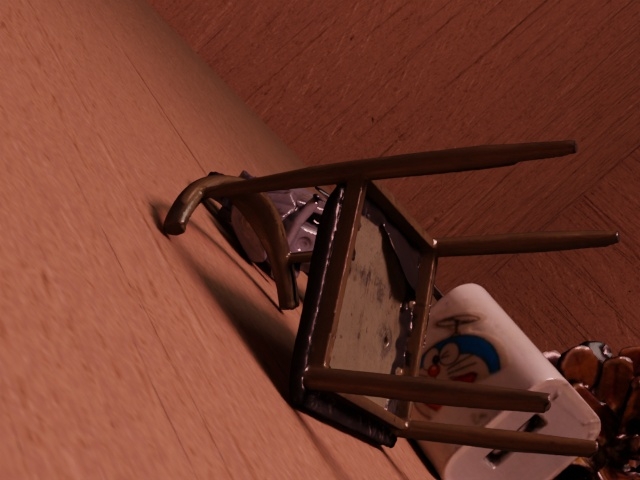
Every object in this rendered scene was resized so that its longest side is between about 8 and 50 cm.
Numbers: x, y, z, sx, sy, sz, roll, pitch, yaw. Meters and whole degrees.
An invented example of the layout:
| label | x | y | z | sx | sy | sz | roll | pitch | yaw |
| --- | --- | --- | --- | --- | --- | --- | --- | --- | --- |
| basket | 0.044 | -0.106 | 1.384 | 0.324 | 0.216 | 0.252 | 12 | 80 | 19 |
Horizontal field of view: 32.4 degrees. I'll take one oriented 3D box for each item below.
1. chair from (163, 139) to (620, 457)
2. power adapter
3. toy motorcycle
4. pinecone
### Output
| label | x | y | z | sx | sy | sz | roll | pitch | yaw |
| --- | --- | --- | --- | --- | --- | --- | --- | --- | --- |
| chair | 0.040 | 0.043 | 0.719 | 0.272 | 0.166 | 0.188 | 2 | -18 | 26 |
| power adapter | 0.123 | 0.116 | 0.961 | 0.125 | 0.130 | 0.205 | 43 | 5 | -43 |
| toy motorcycle | 0.000 | 0.000 | 0.945 | 0.215 | 0.080 | 0.122 | 28 | 9 | -17 |
| pinecone | 0.357 | 0.249 | 1.306 | 0.298 | 0.242 | 0.296 | 55 | 3 | 9 |
